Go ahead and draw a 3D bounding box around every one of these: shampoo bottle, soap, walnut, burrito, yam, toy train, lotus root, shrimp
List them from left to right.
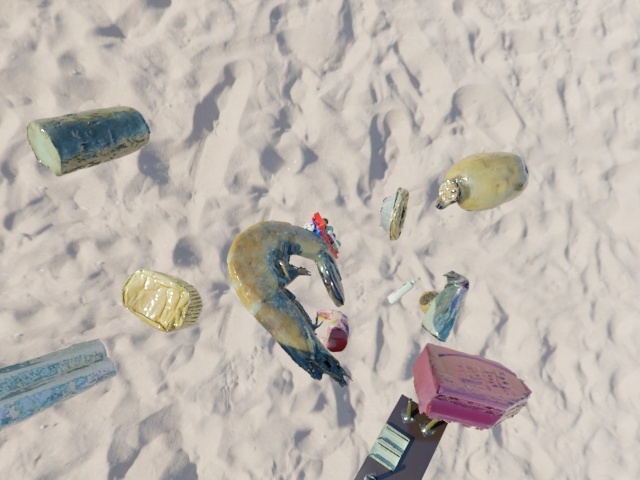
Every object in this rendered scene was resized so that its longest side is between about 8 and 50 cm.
[{"bbox_3d":[-0.448,-0.203,0.822,0.194,0.107,0.107,-35,91,-43],"label":"yam"},{"bbox_3d":[-0.038,0.143,1.002,0.272,0.085,0.444,-28,81,-31],"label":"shrimp"},{"bbox_3d":[0.000,0.000,1.596,0.131,0.082,0.204,-28,134,-2],"label":"toy train"},{"bbox_3d":[0.301,0.174,1.490,0.141,0.049,0.034,-39,77,5],"label":"shampoo bottle"},{"bbox_3d":[0.443,0.254,1.626,0.105,0.105,0.124,-18,64,-16],"label":"walnut"},{"bbox_3d":[0.437,0.223,1.427,0.089,0.144,0.228,25,97,-14],"label":"burrito"},{"bbox_3d":[0.341,0.335,0.938,0.250,0.162,0.099,16,114,-9],"label":"soap"},{"bbox_3d":[0.343,-0.125,0.899,0.221,0.125,0.118,-15,120,-6],"label":"lotus root"}]

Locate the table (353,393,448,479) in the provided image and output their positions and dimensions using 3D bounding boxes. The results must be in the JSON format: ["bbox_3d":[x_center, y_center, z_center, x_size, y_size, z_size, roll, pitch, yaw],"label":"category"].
[{"bbox_3d":[0.175,0.460,0.902,0.122,0.111,0.240,27,57,22],"label":"table"}]

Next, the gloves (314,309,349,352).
[{"bbox_3d":[0.046,0.320,1.514,0.126,0.241,0.145,-12,100,3],"label":"gloves"}]

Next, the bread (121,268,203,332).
[{"bbox_3d":[-0.523,0.200,1.388,0.250,0.133,0.178,20,88,7],"label":"bread"}]

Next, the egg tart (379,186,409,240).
[{"bbox_3d":[0.308,-0.113,1.757,0.094,0.234,0.233,11,77,18],"label":"egg tart"}]

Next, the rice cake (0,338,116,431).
[{"bbox_3d":[-0.408,0.210,0.616,0.040,0.226,0.085,-42,80,15],"label":"rice cake"}]
